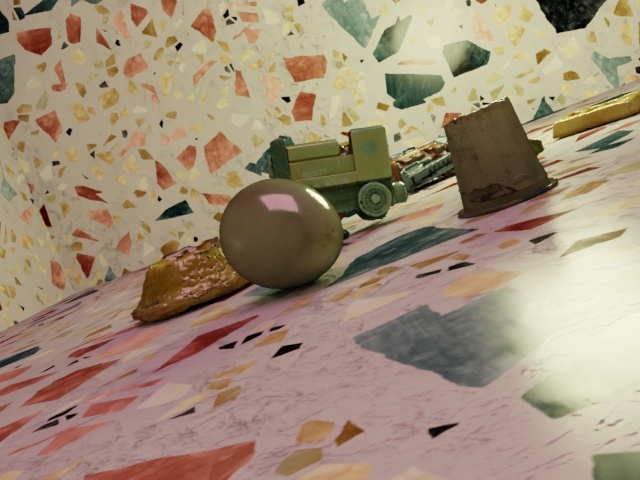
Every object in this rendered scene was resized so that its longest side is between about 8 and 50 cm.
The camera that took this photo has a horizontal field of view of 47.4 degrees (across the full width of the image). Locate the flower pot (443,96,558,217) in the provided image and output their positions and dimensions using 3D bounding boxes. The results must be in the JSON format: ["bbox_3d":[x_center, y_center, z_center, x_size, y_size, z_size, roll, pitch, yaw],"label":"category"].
[{"bbox_3d":[0.345,-0.171,1.492,0.212,0.202,0.212,-25,4,2],"label":"flower pot"}]

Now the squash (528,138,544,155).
[{"bbox_3d":[0.470,-0.203,1.836,0.137,0.137,0.287,-16,-4,38],"label":"squash"}]

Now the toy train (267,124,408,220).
[{"bbox_3d":[0.024,-0.157,1.921,0.397,0.253,0.160,-9,-1,1],"label":"toy train"}]

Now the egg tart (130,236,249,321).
[{"bbox_3d":[-0.315,0.088,1.792,0.345,0.132,0.345,-21,9,3],"label":"egg tart"}]

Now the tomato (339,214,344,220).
[{"bbox_3d":[-0.040,-0.083,2.166,0.290,0.176,0.335,-41,-3,25],"label":"tomato"}]

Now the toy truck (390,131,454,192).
[{"bbox_3d":[0.401,-0.270,2.474,0.338,0.133,0.184,-26,17,-12],"label":"toy truck"}]

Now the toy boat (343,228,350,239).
[{"bbox_3d":[0.000,0.000,1.826,0.104,0.052,0.210,-25,8,-17],"label":"toy boat"}]

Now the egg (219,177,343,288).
[{"bbox_3d":[-0.070,-0.013,1.417,0.218,0.218,0.295,-25,16,-33],"label":"egg"}]

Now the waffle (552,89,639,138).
[{"bbox_3d":[0.861,-0.389,2.253,0.274,0.057,0.168,-15,9,42],"label":"waffle"}]
